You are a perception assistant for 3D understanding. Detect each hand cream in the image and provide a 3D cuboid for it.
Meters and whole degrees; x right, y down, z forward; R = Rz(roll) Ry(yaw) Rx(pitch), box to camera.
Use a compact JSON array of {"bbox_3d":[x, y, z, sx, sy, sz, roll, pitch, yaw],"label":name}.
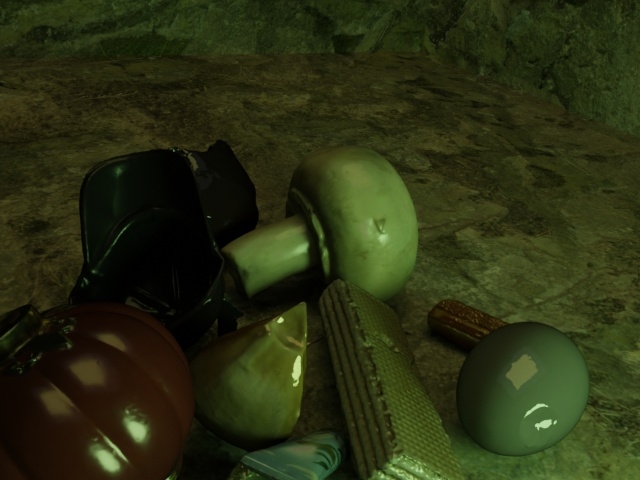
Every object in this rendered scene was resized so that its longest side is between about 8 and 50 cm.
[{"bbox_3d":[-0.013,0.262,0.899,0.088,0.055,0.256,23,0,18],"label":"hand cream"}]

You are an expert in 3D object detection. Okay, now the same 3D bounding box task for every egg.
[{"bbox_3d":[0.285,0.212,1.081,0.176,0.176,0.232,24,29,27],"label":"egg"}]

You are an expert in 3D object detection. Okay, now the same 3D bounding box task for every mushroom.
[{"bbox_3d":[0.000,0.000,1.339,0.336,0.314,0.314,-26,36,-11],"label":"mushroom"}]

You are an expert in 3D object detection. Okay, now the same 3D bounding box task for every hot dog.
[{"bbox_3d":[0.291,0.169,1.299,0.236,0.062,0.092,25,30,34],"label":"hot dog"}]

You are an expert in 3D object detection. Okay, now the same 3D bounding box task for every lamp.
[{"bbox_3d":[-0.280,0.199,0.817,0.303,0.257,0.303,-28,20,12],"label":"lamp"}]

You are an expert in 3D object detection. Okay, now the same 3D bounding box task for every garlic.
[{"bbox_3d":[-0.065,0.189,1.010,0.151,0.196,0.338,46,-7,13],"label":"garlic"}]

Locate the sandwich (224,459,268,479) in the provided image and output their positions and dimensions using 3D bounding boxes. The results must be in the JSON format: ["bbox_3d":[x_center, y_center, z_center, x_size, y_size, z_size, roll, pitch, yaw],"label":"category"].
[{"bbox_3d":[-0.076,0.322,0.843,0.094,0.096,0.258,21,30,11],"label":"sandwich"}]

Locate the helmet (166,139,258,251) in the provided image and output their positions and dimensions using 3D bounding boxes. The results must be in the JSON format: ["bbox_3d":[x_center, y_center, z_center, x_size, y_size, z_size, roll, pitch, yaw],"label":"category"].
[{"bbox_3d":[-0.242,-0.044,1.403,0.305,0.225,0.177,-28,73,-38],"label":"helmet"}]

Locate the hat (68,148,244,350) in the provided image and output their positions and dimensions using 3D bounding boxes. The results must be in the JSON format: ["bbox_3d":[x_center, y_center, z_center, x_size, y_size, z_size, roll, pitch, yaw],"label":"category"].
[{"bbox_3d":[-0.250,0.037,1.191,0.238,0.336,0.209,-5,-13,6],"label":"hat"}]

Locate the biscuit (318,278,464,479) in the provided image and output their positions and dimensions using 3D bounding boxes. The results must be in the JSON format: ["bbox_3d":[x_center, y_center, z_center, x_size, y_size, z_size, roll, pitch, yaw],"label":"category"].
[{"bbox_3d":[0.090,0.206,1.094,0.144,0.078,0.426,33,19,-23],"label":"biscuit"}]
